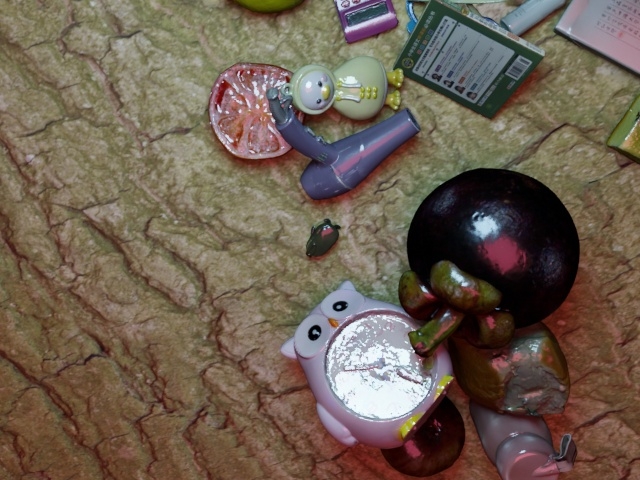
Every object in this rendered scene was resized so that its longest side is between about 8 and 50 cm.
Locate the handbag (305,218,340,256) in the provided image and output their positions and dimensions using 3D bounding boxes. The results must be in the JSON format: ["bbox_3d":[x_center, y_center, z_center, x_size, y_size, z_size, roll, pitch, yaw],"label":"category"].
[{"bbox_3d":[0.000,0.000,1.379,0.072,0.047,0.111,34,106,-13],"label":"handbag"}]

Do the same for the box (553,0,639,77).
[{"bbox_3d":[0.717,-0.454,1.160,0.365,0.051,0.205,33,107,8],"label":"box"}]

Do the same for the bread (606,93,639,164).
[{"bbox_3d":[0.859,-0.195,1.258,0.361,0.077,0.138,26,106,-5],"label":"bread"}]

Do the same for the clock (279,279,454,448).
[{"bbox_3d":[0.118,0.302,1.331,0.376,0.250,0.368,38,74,26],"label":"clock"}]

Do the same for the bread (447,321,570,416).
[{"bbox_3d":[0.456,0.295,1.328,0.225,0.279,0.250,-21,115,-7],"label":"bread"}]

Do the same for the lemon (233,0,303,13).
[{"bbox_3d":[-0.102,-0.570,1.145,0.248,0.184,0.184,-25,104,21],"label":"lemon"}]

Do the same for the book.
[{"bbox_3d":[0.315,-0.393,1.192,0.264,0.027,0.202,25,148,-5],"label":"book"}]

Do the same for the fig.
[{"bbox_3d":[0.260,0.500,1.445,0.235,0.214,0.235,-1,81,9],"label":"fig"}]

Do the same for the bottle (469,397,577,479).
[{"bbox_3d":[0.502,0.483,1.368,0.206,0.297,0.173,-24,103,10],"label":"bottle"}]

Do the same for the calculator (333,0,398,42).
[{"bbox_3d":[0.089,-0.552,1.217,0.126,0.034,0.190,-16,100,9],"label":"calculator"}]

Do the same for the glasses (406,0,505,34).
[{"bbox_3d":[0.315,-0.501,1.164,0.239,0.207,0.102,29,65,-7],"label":"glasses"}]

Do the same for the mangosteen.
[{"bbox_3d":[0.335,0.047,1.182,0.435,0.382,0.382,-34,105,-25],"label":"mangosteen"}]

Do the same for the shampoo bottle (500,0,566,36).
[{"bbox_3d":[0.491,-0.519,1.192,0.195,0.056,0.056,-33,102,13],"label":"shampoo bottle"}]

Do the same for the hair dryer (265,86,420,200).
[{"bbox_3d":[0.018,-0.230,1.170,0.301,0.121,0.361,-31,147,25],"label":"hair dryer"}]

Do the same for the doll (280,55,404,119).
[{"bbox_3d":[0.050,-0.329,1.195,0.296,0.117,0.141,-14,125,-32],"label":"doll"}]

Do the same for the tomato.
[{"bbox_3d":[-0.138,-0.303,1.272,0.236,0.095,0.237,2,106,6],"label":"tomato"}]
